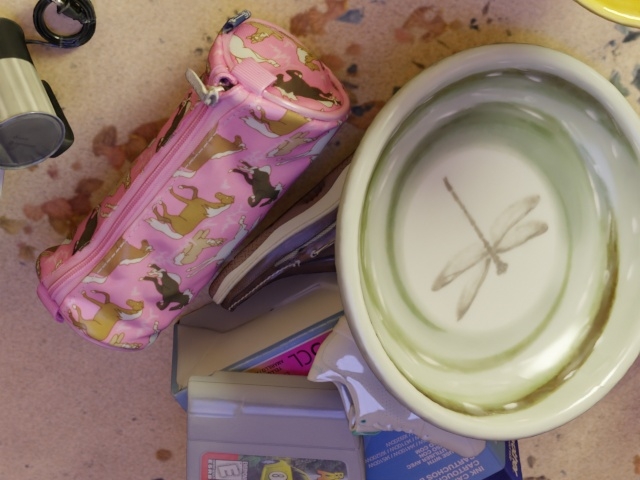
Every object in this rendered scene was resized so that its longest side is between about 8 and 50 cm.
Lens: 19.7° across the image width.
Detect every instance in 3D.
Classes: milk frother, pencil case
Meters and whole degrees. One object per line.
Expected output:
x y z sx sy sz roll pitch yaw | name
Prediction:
-0.280 -0.163 1.818 0.129 0.135 0.143 7 135 -43 | milk frother
-0.137 -0.050 1.886 0.167 0.160 0.386 29 121 -20 | pencil case

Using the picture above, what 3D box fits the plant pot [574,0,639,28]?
0.299 -0.350 1.620 0.254 0.239 0.254 0 125 0 | plant pot

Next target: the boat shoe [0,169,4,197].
-0.417 -0.014 1.941 0.105 0.113 0.306 11 135 -25 | boat shoe

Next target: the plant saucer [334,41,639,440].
0.173 0.000 1.879 0.400 0.100 0.401 -2 95 -29 | plant saucer

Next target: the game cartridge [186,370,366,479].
-0.049 0.269 2.001 0.196 0.060 0.294 1 127 -3 | game cartridge

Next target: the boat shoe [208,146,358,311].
-0.001 0.001 1.925 0.257 0.095 0.095 -41 91 14 | boat shoe

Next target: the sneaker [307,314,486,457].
0.074 0.173 1.899 0.212 0.080 0.094 40 79 -17 | sneaker

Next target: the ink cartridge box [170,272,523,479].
0.050 0.208 2.079 0.270 0.151 0.395 -26 123 18 | ink cartridge box
